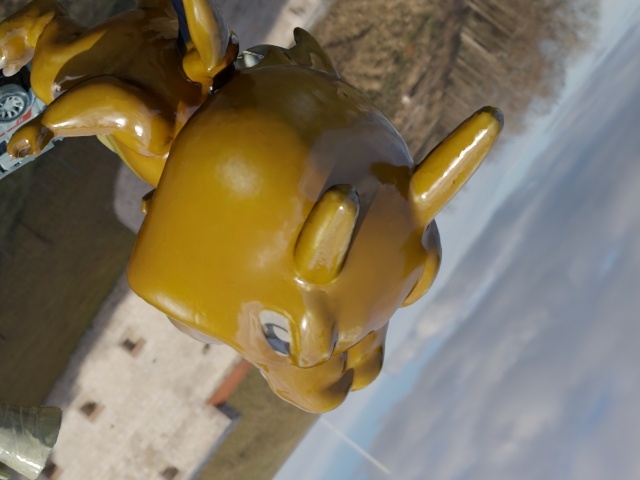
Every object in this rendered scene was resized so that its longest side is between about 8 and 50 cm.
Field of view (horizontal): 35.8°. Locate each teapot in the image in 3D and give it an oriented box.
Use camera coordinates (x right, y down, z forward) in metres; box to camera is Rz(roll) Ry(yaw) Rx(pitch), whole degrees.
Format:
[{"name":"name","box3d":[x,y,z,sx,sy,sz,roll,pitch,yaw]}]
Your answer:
[{"name":"teapot","box3d":[-0.240,0.143,0.736,0.067,0.083,0.057,-61,-160,7]}]

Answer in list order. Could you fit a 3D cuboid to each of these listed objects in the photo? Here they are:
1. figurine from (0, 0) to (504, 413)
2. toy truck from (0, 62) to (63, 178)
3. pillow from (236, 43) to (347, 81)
[{"name":"figurine","box3d":[-0.078,-0.086,0.760,0.268,0.387,0.401,-44,153,-4]},{"name":"toy truck","box3d":[-0.461,-0.123,1.228,0.338,0.133,0.184,-35,155,-12]},{"name":"pillow","box3d":[-0.030,-0.187,1.121,0.055,0.136,0.091,-62,-164,24]}]
